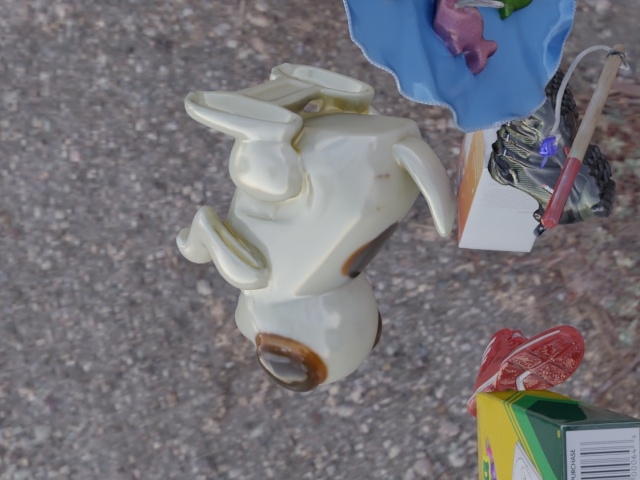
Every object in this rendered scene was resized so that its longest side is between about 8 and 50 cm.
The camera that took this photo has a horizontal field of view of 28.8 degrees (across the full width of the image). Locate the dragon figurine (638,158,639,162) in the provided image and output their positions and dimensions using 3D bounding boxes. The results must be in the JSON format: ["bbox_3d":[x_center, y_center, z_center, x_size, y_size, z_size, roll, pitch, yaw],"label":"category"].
[{"bbox_3d":[0.534,-0.075,1.504,0.289,0.144,0.085,-5,97,12],"label":"dragon figurine"}]

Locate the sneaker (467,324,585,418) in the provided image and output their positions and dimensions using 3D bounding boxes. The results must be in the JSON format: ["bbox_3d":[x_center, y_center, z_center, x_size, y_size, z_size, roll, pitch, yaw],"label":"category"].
[{"bbox_3d":[0.279,0.149,1.718,0.087,0.128,0.221,30,133,-18],"label":"sneaker"}]

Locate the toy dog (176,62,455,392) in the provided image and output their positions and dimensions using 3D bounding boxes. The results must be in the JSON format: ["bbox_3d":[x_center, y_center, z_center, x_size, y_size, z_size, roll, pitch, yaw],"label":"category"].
[{"bbox_3d":[0.000,0.000,1.722,0.395,0.284,0.408,16,117,19],"label":"toy dog"}]

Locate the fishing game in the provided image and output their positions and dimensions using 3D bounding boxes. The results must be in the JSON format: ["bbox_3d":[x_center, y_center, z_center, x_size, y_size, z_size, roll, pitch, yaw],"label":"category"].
[{"bbox_3d":[0.068,-0.143,0.580,0.041,0.189,0.264,-16,125,44],"label":"fishing game"}]

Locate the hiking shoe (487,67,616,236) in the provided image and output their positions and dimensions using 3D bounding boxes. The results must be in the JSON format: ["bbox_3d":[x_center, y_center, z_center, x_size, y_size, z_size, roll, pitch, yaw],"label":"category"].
[{"bbox_3d":[0.210,-0.107,1.283,0.114,0.086,0.227,-23,102,31],"label":"hiking shoe"}]

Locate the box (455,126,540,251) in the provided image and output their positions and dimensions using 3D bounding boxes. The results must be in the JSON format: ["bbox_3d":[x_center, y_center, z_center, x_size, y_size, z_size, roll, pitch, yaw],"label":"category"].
[{"bbox_3d":[0.220,-0.085,1.480,0.091,0.170,0.130,4,57,-3],"label":"box"}]

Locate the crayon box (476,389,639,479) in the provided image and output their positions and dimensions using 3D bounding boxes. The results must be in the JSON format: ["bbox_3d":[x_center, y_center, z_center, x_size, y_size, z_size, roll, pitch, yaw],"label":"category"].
[{"bbox_3d":[0.269,0.367,1.417,0.106,0.313,0.363,-1,89,-10],"label":"crayon box"}]
